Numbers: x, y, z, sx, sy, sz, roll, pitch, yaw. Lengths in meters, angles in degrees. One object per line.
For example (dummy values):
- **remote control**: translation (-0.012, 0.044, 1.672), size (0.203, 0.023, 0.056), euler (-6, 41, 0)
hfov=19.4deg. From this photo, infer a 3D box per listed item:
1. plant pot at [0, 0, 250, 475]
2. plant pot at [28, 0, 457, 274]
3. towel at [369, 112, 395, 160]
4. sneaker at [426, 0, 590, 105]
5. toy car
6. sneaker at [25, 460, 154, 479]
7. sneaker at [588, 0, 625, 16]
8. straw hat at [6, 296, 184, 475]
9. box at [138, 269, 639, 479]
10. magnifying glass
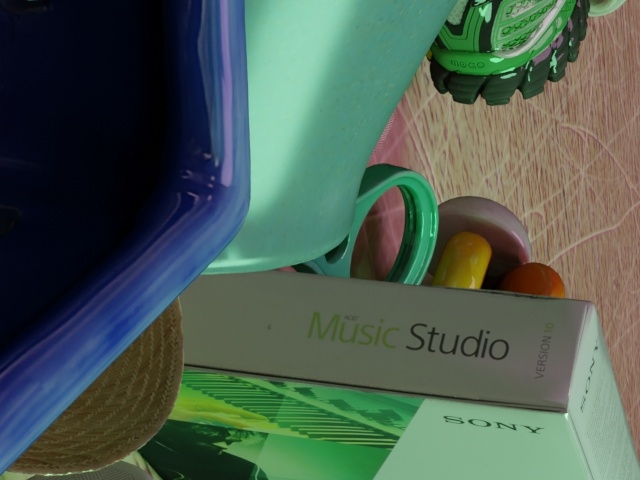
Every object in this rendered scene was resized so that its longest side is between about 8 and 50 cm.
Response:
- **plant pot**: translation (-0.155, -0.077, 0.352), size (0.236, 0.212, 0.235), euler (-46, 139, -59)
- **plant pot**: translation (-0.059, -0.134, 0.558), size (0.272, 0.272, 0.255), euler (-27, 130, -67)
- **towel**: translation (0.001, -0.091, 1.042), size (0.197, 0.029, 0.144), euler (73, 30, -47)
- **sneaker**: translation (0.150, -0.261, 1.243), size (0.146, 0.134, 0.343), euler (67, 35, -52)
- **toy car**: translation (0.100, 0.076, 1.170), size (0.182, 0.136, 0.159), euler (109, 3, -51)
- **sneaker**: translation (-0.126, 0.195, 0.731), size (0.217, 0.079, 0.121), euler (-54, 149, -39)
- **sneaker**: translation (0.237, -0.325, 1.498), size (0.169, 0.108, 0.292), euler (-62, 152, -52)
- **straw hat**: translation (-0.121, 0.037, 0.690), size (0.061, 0.144, 0.144), euler (-47, -171, 42)
- **box**: translation (0.035, 0.110, 0.902), size (0.322, 0.232, 0.058), euler (63, 38, -56)
- **magnifying glass**: translation (0.000, 0.000, 1.008), size (0.231, 0.026, 0.092), euler (5, 102, -57)
